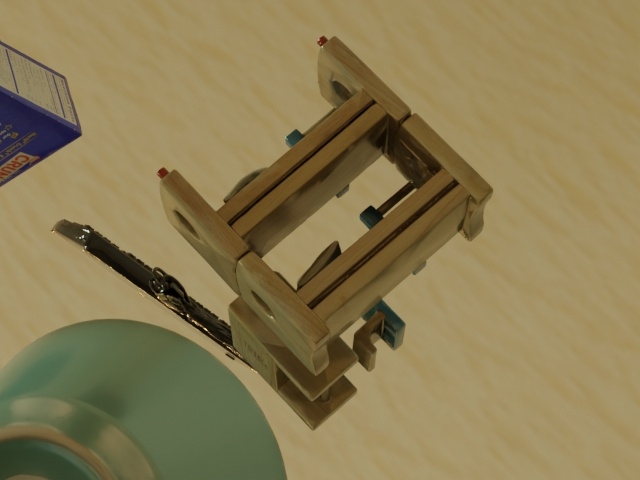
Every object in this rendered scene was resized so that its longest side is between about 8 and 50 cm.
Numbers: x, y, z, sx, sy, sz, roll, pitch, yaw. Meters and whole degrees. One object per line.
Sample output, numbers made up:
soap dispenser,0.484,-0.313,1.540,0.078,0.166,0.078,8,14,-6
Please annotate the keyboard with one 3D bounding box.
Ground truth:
keyboard,-0.153,0.074,2.060,0.317,0.201,0.033,38,-97,-34

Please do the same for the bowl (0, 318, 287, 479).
bowl,-0.195,0.227,1.482,0.311,0.311,0.163,-50,-11,16

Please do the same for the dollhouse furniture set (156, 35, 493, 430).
dollhouse furniture set,0.000,0.000,1.051,0.129,0.129,0.183,-40,-15,-13

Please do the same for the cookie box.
cookie box,-0.185,-0.061,0.878,0.092,0.040,0.107,-30,-31,22
